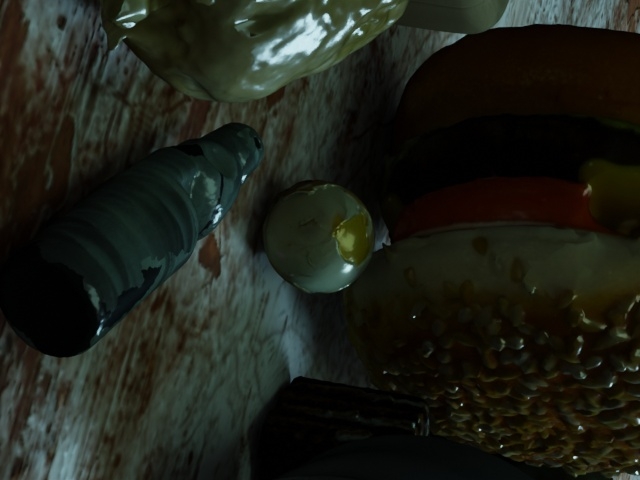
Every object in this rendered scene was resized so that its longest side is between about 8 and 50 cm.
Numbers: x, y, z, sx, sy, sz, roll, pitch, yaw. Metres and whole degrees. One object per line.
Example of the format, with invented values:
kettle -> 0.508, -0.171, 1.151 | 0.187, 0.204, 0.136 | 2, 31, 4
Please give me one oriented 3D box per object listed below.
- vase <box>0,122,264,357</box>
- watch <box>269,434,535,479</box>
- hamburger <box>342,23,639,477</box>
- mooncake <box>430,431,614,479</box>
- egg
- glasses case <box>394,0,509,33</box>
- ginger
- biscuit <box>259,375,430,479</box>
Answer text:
vase -> -0.087, -0.012, 0.876 | 0.211, 0.060, 0.060 | -45, 141, -55
watch -> 0.055, 0.295, 1.018 | 0.314, 0.335, 0.326 | -14, 123, -65
hamburger -> 0.186, 0.023, 1.187 | 0.330, 0.330, 0.250 | 64, 39, -57
mooncake -> 0.135, 0.252, 1.343 | 0.124, 0.228, 0.228 | -25, 124, -53
egg -> 0.000, 0.000, 1.077 | 0.083, 0.071, 0.071 | 57, 49, -63
glasses case -> 0.087, -0.291, 1.040 | 0.076, 0.144, 0.336 | 58, 50, -60
ginger -> -0.021, -0.160, 0.868 | 0.138, 0.152, 0.267 | -58, -179, 43
biscuit -> 0.019, 0.218, 1.186 | 0.070, 0.106, 0.252 | -56, 150, -55
